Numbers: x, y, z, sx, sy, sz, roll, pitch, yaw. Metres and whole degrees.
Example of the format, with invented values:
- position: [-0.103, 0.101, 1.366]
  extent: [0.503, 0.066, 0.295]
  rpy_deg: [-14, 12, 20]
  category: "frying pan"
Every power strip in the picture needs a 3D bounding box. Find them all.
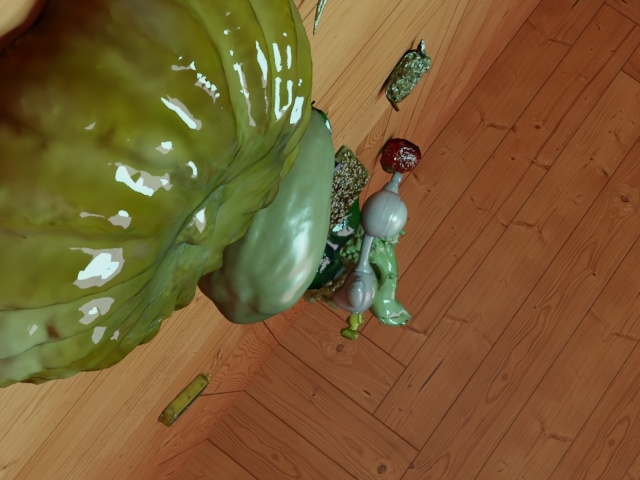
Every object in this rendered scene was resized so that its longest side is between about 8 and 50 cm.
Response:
- position: [-0.284, 0.335, 1.510]
  extent: [0.049, 0.028, 0.178]
  rpy_deg: [-58, 173, 32]
  category: "power strip"

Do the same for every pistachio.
- position: [-0.051, -0.030, 0.679]
  extent: [0.136, 0.136, 0.226]
  rpy_deg: [97, 8, -78]
  category: "pistachio"

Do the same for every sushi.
- position: [0.150, -0.285, 1.214]
  extent: [0.120, 0.052, 0.055]
  rpy_deg: [-52, -171, 9]
  category: "sushi"

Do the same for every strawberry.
- position: [0.199, -0.209, 1.774]
  extent: [0.106, 0.106, 0.106]
  rpy_deg: [-52, 174, -8]
  category: "strawberry"

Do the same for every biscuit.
- position: [-0.108, -0.035, 0.462]
  extent: [0.326, 0.107, 0.326]
  rpy_deg: [-53, 171, -13]
  category: "biscuit"
- position: [0.006, -0.057, 1.294]
  extent: [0.231, 0.025, 0.131]
  rpy_deg: [-54, 150, 0]
  category: "biscuit"

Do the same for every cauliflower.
- position: [0.085, 0.065, 1.693]
  extent: [0.260, 0.281, 0.327]
  rpy_deg: [5, 136, -39]
  category: "cauliflower"

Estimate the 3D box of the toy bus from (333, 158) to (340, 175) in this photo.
- position: [-0.008, -0.088, 1.177]
  extent: [0.052, 0.037, 0.130]
  rpy_deg: [-50, 174, -46]
  category: "toy bus"

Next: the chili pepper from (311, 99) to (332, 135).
- position: [-0.072, -0.069, 0.763]
  extent: [0.227, 0.059, 0.088]
  rpy_deg: [-41, 150, -38]
  category: "chili pepper"

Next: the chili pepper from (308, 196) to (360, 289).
- position: [0.004, 0.007, 1.425]
  extent: [0.264, 0.116, 0.148]
  rpy_deg: [-55, 171, 5]
  category: "chili pepper"

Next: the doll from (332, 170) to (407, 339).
- position: [0.105, 0.027, 1.501]
  extent: [0.160, 0.094, 0.365]
  rpy_deg: [-54, 164, -74]
  category: "doll"

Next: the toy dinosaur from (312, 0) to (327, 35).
- position: [0.019, -0.232, 0.617]
  extent: [0.113, 0.026, 0.041]
  rpy_deg: [-65, 164, 16]
  category: "toy dinosaur"
